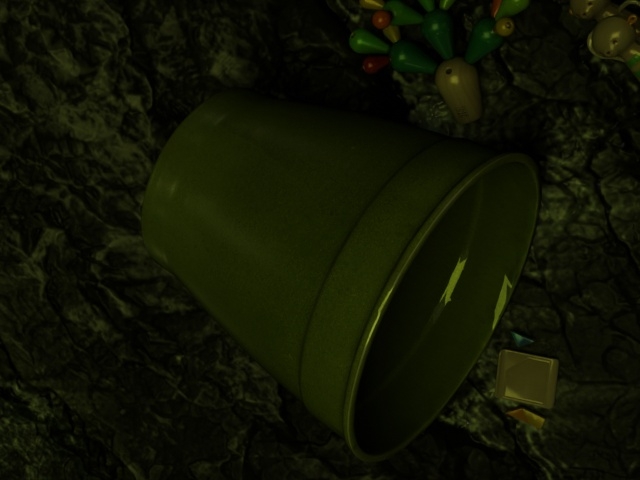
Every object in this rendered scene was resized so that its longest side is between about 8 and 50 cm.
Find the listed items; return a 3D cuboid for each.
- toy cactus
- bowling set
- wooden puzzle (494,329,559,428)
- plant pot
[{"bbox_3d":[0.142,-0.216,1.336,0.219,0.112,0.180,-16,110,17],"label":"toy cactus"},{"bbox_3d":[0.339,-0.210,1.135,0.154,0.200,0.287,40,143,-6],"label":"bowling set"},{"bbox_3d":[0.251,0.169,1.458,0.079,0.014,0.116,15,113,13],"label":"wooden puzzle"},{"bbox_3d":[0.000,0.000,1.344,0.353,0.366,0.366,28,117,25],"label":"plant pot"}]
